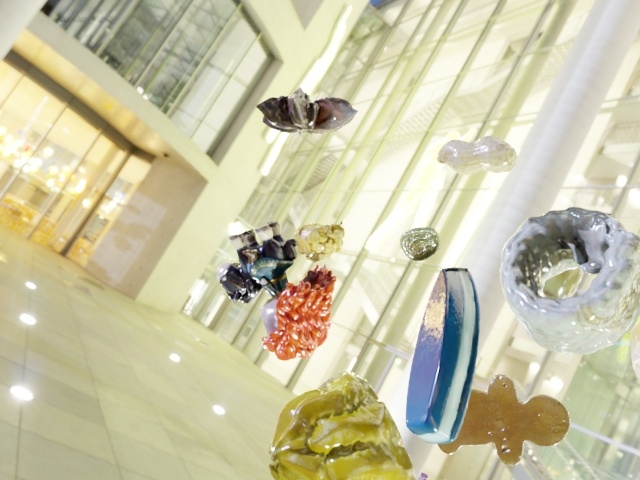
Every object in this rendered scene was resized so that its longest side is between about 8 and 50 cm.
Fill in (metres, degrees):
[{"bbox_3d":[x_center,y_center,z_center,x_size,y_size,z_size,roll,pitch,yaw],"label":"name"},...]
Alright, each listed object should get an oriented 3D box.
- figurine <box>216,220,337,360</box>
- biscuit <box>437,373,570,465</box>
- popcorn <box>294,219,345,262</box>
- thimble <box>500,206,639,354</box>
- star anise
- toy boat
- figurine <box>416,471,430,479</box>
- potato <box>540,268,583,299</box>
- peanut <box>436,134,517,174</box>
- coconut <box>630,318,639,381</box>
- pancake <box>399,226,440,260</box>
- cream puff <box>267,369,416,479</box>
[{"bbox_3d":[-0.127,0.143,1.599,0.411,0.306,0.241,44,10,2],"label":"figurine"},{"bbox_3d":[0.398,0.399,1.238,0.301,0.197,0.049,-8,-5,25],"label":"biscuit"},{"bbox_3d":[-0.009,0.006,1.982,0.194,0.141,0.163,-2,18,29],"label":"popcorn"},{"bbox_3d":[0.538,0.083,1.170,0.291,0.292,0.195,19,-22,46],"label":"thimble"},{"bbox_3d":[-0.038,-0.375,1.628,0.314,0.109,0.315,1,-5,0],"label":"star anise"},{"bbox_3d":[0.197,0.165,0.877,0.061,0.300,0.096,26,-30,-14],"label":"toy boat"},{"bbox_3d":[0.357,0.781,1.673,0.156,0.095,0.115,24,-30,16],"label":"figurine"},{"bbox_3d":[0.592,0.068,1.452,0.194,0.157,0.157,42,-4,29],"label":"potato"},{"bbox_3d":[0.335,-0.184,1.192,0.187,0.082,0.082,3,-27,43],"label":"peanut"},{"bbox_3d":[0.977,0.260,1.340,0.346,0.360,0.346,49,-12,14],"label":"coconut"},{"bbox_3d":[0.256,0.007,1.408,0.108,0.108,0.017,34,26,-18],"label":"pancake"},{"bbox_3d":[0.025,0.443,1.132,0.291,0.257,0.324,65,-19,15],"label":"cream puff"}]
